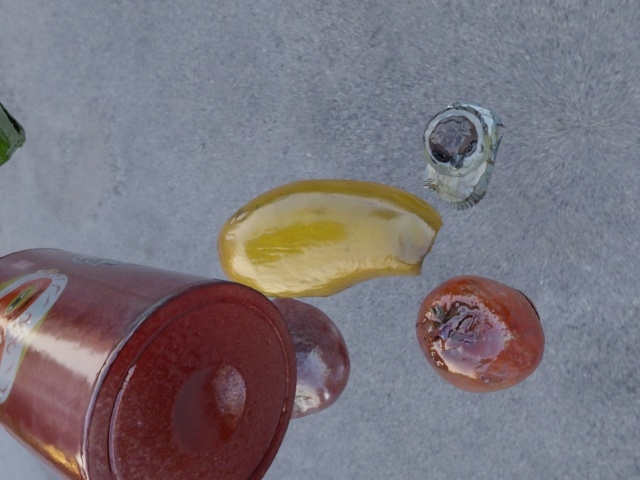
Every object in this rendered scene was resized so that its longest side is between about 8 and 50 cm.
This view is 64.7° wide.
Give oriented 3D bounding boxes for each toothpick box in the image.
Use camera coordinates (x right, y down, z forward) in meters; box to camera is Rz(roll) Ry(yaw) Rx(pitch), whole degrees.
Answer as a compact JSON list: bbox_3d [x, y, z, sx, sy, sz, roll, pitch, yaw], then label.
[{"bbox_3d":[-0.211,0.119,0.500,0.333,0.204,0.204,6,104,41],"label":"toothpick box"}]

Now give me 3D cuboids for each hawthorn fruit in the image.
[{"bbox_3d":[0.328,0.196,1.128,0.276,0.307,0.276,-27,52,40],"label":"hawthorn fruit"}]

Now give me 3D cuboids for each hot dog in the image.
[{"bbox_3d":[0.346,-0.209,1.235,0.162,0.082,0.271,16,89,2],"label":"hot dog"}]

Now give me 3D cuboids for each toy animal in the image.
[{"bbox_3d":[0.189,-0.159,0.719,0.098,0.098,0.137,-16,59,30],"label":"toy animal"}]

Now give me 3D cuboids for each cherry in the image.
[{"bbox_3d":[-0.055,0.241,1.043,0.239,0.239,0.206,-21,116,30],"label":"cherry"}]

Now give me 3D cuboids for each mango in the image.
[{"bbox_3d":[0.000,-0.004,0.750,0.359,0.144,0.187,-14,117,24],"label":"mango"}]

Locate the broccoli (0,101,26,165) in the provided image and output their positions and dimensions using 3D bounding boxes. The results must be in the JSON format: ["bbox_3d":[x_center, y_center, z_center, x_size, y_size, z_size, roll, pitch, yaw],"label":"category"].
[{"bbox_3d":[-0.307,-0.138,0.319,0.275,0.198,0.177,139,136,-55],"label":"broccoli"}]
